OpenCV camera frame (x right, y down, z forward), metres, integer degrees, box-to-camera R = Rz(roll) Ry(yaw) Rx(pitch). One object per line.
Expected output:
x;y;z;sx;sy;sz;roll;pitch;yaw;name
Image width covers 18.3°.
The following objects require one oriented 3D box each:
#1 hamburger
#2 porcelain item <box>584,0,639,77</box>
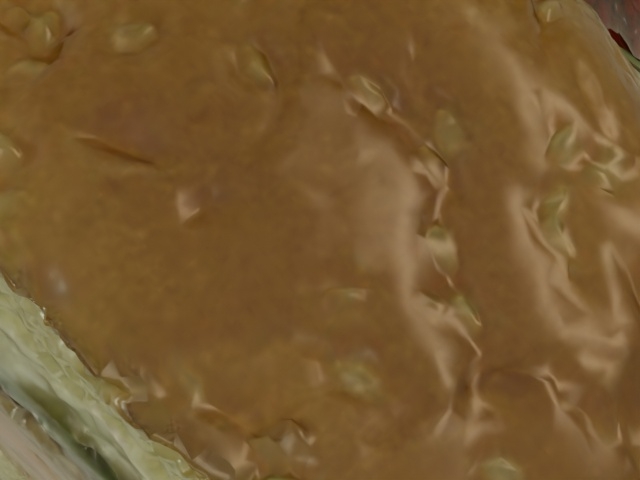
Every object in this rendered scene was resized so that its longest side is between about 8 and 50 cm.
0.001;-0.001;0.538;0.330;0.209;0.162;42;156;2;hamburger
0.063;-0.103;0.761;0.253;0.253;0.253;39;149;28;porcelain item
